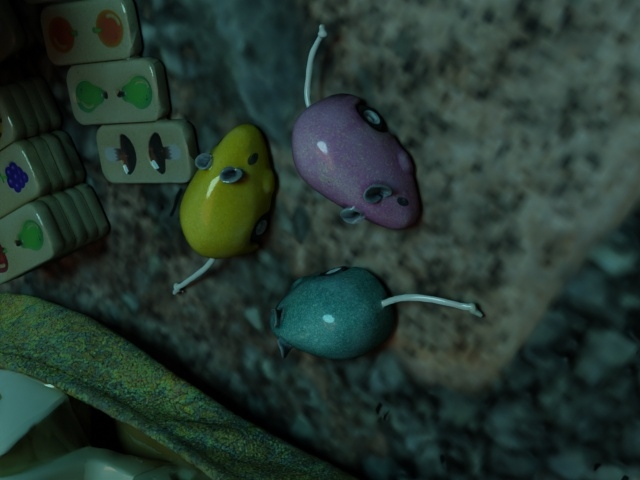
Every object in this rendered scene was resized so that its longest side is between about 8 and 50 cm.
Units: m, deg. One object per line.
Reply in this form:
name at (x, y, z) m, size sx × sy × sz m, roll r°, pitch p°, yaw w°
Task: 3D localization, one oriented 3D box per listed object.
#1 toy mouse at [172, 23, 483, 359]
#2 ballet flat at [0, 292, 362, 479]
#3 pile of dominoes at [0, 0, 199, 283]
toy mouse at (0.000, 0.000, 0.405) m, size 0.143 × 0.031 × 0.161 m, roll 33°, pitch 122°, yaw 21°
ballet flat at (-0.092, 0.119, 0.459) m, size 0.348 × 0.123 × 0.123 m, roll 22°, pitch 117°, yaw 27°
pile of dominoes at (-0.180, -0.107, 0.487) m, size 0.196 × 0.040 × 0.251 m, roll -22°, pitch 93°, yaw 38°
